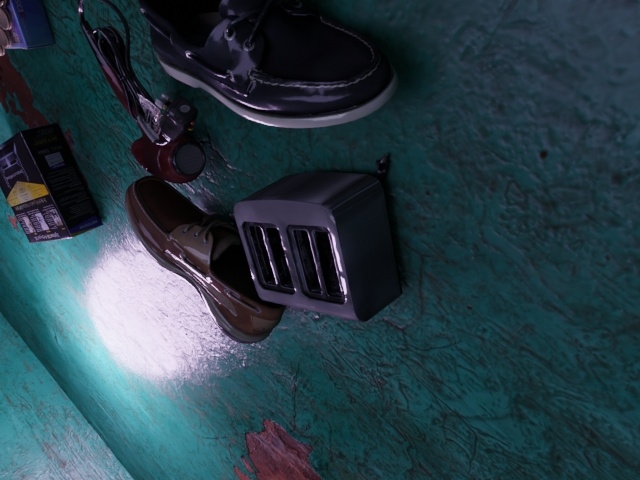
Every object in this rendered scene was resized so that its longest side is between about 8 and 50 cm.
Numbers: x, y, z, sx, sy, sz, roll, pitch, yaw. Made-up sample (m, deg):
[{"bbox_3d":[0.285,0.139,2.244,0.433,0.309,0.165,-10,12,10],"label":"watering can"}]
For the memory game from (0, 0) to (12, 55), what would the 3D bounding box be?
[{"bbox_3d":[-0.612,-0.429,0.833,0.186,0.012,0.186,18,126,27],"label":"memory game"}]

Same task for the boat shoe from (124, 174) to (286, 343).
[{"bbox_3d":[-0.171,0.013,0.733,0.324,0.123,0.116,46,132,-2],"label":"boat shoe"}]

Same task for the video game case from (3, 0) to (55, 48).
[{"bbox_3d":[-0.618,-0.497,0.848,0.244,0.061,0.269,15,124,30],"label":"video game case"}]

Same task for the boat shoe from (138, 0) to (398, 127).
[{"bbox_3d":[-0.076,-0.217,0.483,0.340,0.127,0.113,33,159,34],"label":"boat shoe"}]

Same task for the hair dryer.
[{"bbox_3d":[-0.246,-0.187,0.678,0.223,0.080,0.293,54,152,6],"label":"hair dryer"}]

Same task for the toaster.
[{"bbox_3d":[0.000,0.000,0.568,0.168,0.110,0.185,6,117,39],"label":"toaster"}]

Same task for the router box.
[{"bbox_3d":[-0.665,-0.123,1.107,0.309,0.081,0.242,-3,112,43],"label":"router box"}]
